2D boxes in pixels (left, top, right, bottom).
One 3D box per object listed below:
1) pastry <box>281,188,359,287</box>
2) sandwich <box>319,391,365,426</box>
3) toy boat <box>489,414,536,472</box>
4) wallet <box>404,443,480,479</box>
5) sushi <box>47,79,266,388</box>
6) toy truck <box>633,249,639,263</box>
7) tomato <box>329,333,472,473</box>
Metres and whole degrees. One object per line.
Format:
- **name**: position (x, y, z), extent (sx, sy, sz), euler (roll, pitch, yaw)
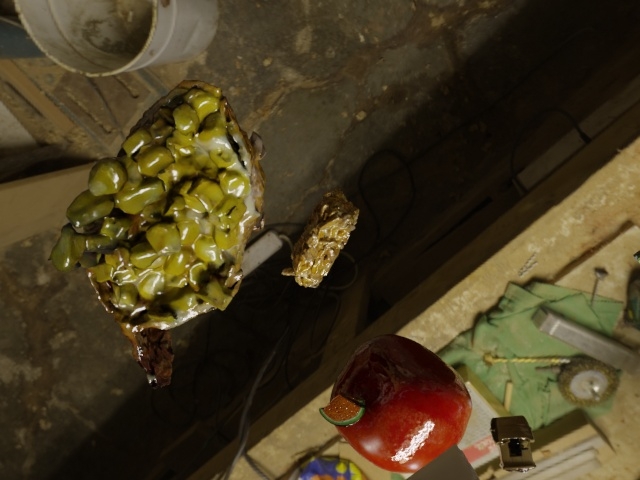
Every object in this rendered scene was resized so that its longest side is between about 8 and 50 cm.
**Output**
- **pastry**: position (0.000, 0.000, 1.243), extent (0.102, 0.154, 0.250), euler (22, 118, -19)
- **sandwich**: position (0.053, 0.366, 1.104), extent (0.101, 0.026, 0.069), euler (-42, 79, 19)
- **toy boat**: position (0.288, 0.305, 0.767), extent (0.057, 0.200, 0.077), euler (-11, 68, 12)
- **wallet**: position (0.114, 0.280, 0.552), extent (0.122, 0.061, 0.025), euler (-40, 127, 9)
- **sushi**: position (-0.148, -0.006, 0.511), extent (0.167, 0.179, 0.296), euler (33, 111, -15)
- **toy truck**: position (0.669, 0.012, 0.955), extent (0.077, 0.169, 0.100), euler (55, 139, 7)
- **tomato**: position (0.189, 0.394, 1.252), extent (0.290, 0.325, 0.293), euler (33, 100, -37)
